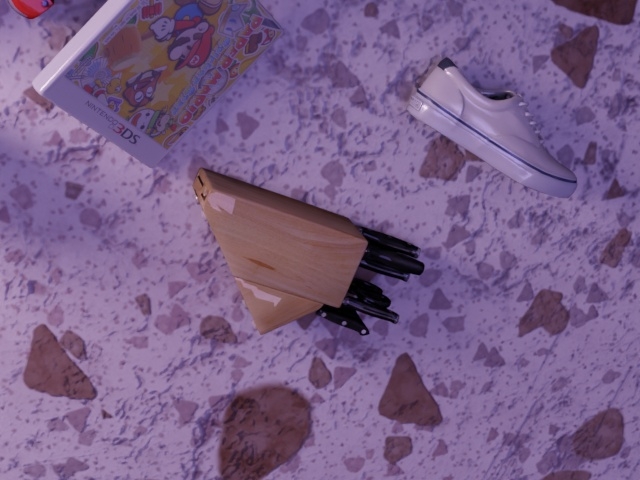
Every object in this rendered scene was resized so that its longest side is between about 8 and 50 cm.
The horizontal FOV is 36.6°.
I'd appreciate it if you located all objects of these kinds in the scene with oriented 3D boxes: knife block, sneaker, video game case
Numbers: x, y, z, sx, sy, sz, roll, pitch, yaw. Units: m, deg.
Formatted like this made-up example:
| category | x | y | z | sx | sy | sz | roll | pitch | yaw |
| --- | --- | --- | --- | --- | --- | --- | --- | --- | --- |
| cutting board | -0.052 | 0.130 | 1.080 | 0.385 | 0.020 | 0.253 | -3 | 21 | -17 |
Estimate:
| category | x | y | z | sx | sy | sz | roll | pitch | yaw |
| --- | --- | --- | --- | --- | --- | --- | --- | --- | --- |
| knife block | 0.000 | 0.000 | 1.205 | 0.242 | 0.088 | 0.275 | -25 | 116 | -6 |
| sneaker | 0.234 | -0.138 | 1.214 | 0.258 | 0.094 | 0.091 | 27 | 106 | -23 |
| video game case | -0.166 | -0.200 | 1.050 | 0.227 | 0.026 | 0.206 | -46 | 150 | 4 |

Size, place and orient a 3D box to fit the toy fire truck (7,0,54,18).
| category | x | y | z | sx | sy | sz | roll | pitch | yaw |
| --- | --- | --- | --- | --- | --- | --- | --- | --- | --- |
| toy fire truck | -0.239 | -0.291 | 0.989 | 0.192 | 0.135 | 0.047 | -37 | 116 | 0 |
